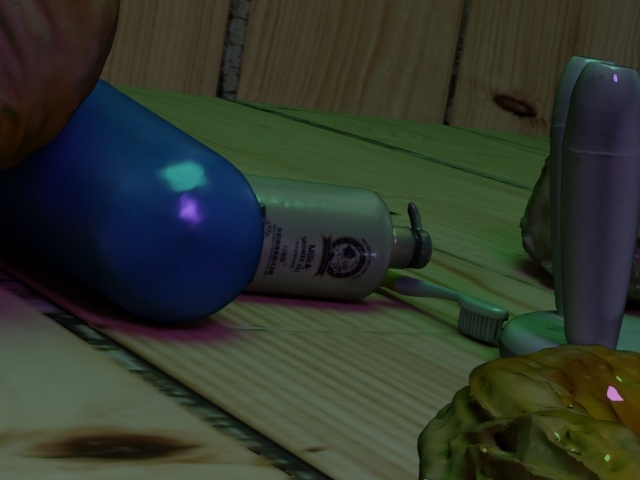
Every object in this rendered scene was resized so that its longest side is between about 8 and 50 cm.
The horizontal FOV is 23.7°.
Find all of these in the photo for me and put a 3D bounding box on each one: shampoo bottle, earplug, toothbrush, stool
[{"bbox_3d":[0.000,0.000,1.039,0.162,0.079,0.079,6,10,-21],"label":"shampoo bottle"},{"bbox_3d":[-0.130,-0.029,0.955,0.132,0.132,0.273,3,14,-35],"label":"earplug"},{"bbox_3d":[0.049,0.030,1.104,0.021,0.024,0.288,8,7,-29],"label":"toothbrush"},{"bbox_3d":[0.218,-0.002,0.920,0.195,0.198,0.195,10,7,5],"label":"stool"}]

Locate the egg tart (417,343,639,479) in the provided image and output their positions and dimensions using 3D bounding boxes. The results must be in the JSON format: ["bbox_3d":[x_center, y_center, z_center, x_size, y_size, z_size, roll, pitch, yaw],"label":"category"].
[{"bbox_3d":[0.156,0.112,0.406,0.295,0.116,0.295,8,7,-1],"label":"egg tart"}]

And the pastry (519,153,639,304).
[{"bbox_3d":[0.321,-0.018,1.318,0.330,0.136,0.329,8,9,-1],"label":"pastry"}]

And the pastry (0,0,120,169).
[{"bbox_3d":[-0.313,-0.144,0.853,0.410,0.245,0.409,-10,22,4],"label":"pastry"}]
